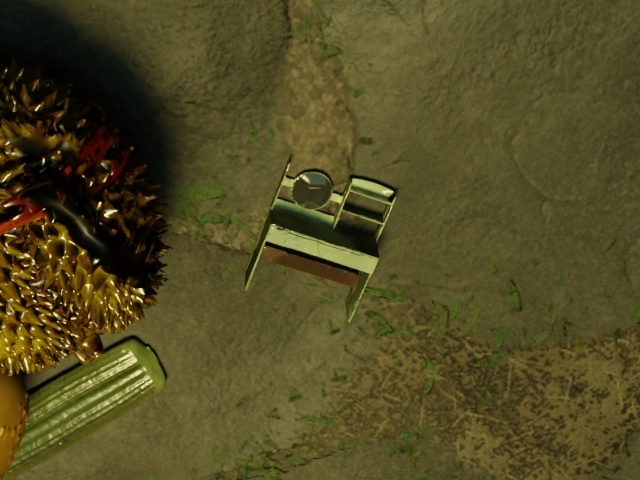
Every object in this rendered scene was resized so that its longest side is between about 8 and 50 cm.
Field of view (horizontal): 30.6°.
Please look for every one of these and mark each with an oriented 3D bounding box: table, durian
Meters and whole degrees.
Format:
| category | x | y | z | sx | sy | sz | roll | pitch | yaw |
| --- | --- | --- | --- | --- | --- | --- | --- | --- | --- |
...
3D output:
| category | x | y | z | sx | sy | sz | roll | pitch | yaw |
| --- | --- | --- | --- | --- | --- | --- | --- | --- | --- |
| table | 0.000 | 0.000 | 1.487 | 0.146 | 0.062 | 0.175 | 17 | 115 | -12 |
| durian | -0.352 | -0.024 | 1.313 | 0.347 | 0.347 | 0.384 | -23 | 105 | 7 |

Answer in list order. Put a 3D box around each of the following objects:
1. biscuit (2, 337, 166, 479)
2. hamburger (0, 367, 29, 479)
| category | x | y | z | sx | sy | sz | roll | pitch | yaw |
| --- | --- | --- | --- | --- | --- | --- | --- | --- | --- |
| biscuit | -0.356 | 0.240 | 1.584 | 0.322 | 0.038 | 0.099 | -30 | 110 | 9 |
| hamburger | -0.479 | 0.233 | 1.432 | 0.212 | 0.274 | 0.274 | 29 | 111 | 6 |
